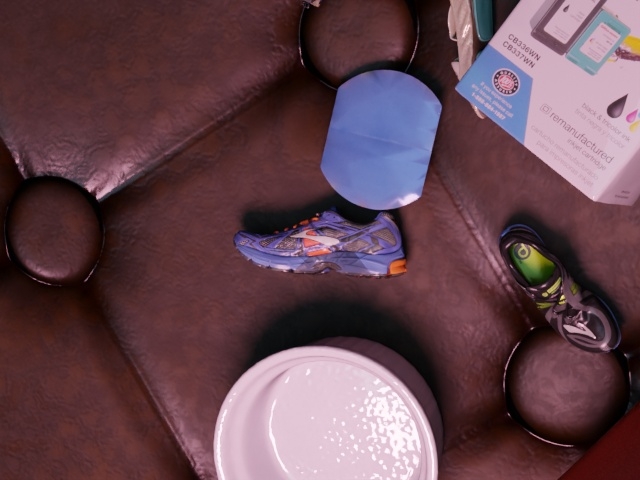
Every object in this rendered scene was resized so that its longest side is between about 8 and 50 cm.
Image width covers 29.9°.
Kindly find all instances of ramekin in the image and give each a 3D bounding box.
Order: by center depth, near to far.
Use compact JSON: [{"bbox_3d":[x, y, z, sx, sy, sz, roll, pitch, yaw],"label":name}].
[{"bbox_3d":[0.021,0.251,1.476,0.277,0.135,0.277,3,99,17],"label":"ramekin"}]

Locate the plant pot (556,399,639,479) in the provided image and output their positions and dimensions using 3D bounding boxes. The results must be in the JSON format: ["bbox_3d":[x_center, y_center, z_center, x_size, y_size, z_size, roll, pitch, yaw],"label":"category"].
[{"bbox_3d":[0.424,0.318,1.242,0.267,0.267,0.236,58,148,-4],"label":"plant pot"}]

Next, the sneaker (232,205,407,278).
[{"bbox_3d":[0.000,0.000,1.484,0.221,0.083,0.087,3,86,11],"label":"sneaker"}]

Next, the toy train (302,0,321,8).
[{"bbox_3d":[0.015,-0.354,1.440,0.027,0.036,0.158,28,104,15],"label":"toy train"}]

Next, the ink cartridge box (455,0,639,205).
[{"bbox_3d":[0.323,-0.203,1.271,0.198,0.197,0.270,42,107,19],"label":"ink cartridge box"}]

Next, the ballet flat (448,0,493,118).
[{"bbox_3d":[0.178,-0.227,1.409,0.052,0.057,0.168,1,96,45],"label":"ballet flat"}]

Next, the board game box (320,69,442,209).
[{"bbox_3d":[0.076,-0.122,1.459,0.133,0.033,0.168,15,96,19],"label":"board game box"}]

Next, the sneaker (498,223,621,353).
[{"bbox_3d":[0.273,0.062,1.402,0.067,0.078,0.188,-42,86,18],"label":"sneaker"}]
